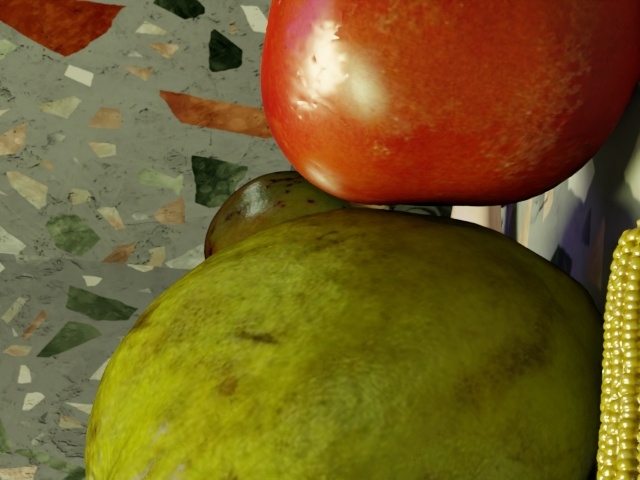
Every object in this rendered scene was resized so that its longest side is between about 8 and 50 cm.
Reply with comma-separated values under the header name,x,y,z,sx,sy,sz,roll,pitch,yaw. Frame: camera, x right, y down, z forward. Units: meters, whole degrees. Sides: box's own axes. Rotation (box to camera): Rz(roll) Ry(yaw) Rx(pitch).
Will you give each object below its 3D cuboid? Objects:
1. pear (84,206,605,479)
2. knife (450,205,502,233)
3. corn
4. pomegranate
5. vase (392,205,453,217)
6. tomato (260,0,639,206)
name,x,y,z,sx,sy,sz,roll,pitch,yaw
pear,0.021,0.146,1.216,0.352,0.413,0.352,43,147,38
knife,0.162,-0.095,1.585,0.081,0.043,0.336,-2,82,40
corn,0.206,0.101,0.990,0.080,0.080,0.238,120,158,-75
pomegranate,0.004,0.021,2.290,0.291,0.323,0.291,61,173,12
vase,0.081,0.046,1.619,0.237,0.115,0.115,-55,-20,-52
tomato,0.098,-0.169,1.241,0.325,0.293,0.290,172,101,-77
